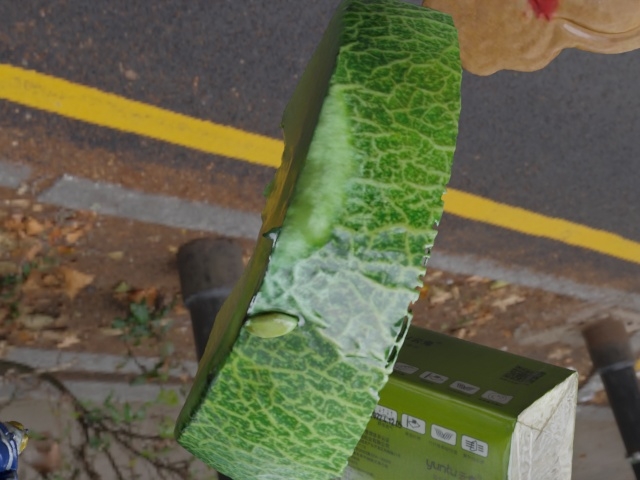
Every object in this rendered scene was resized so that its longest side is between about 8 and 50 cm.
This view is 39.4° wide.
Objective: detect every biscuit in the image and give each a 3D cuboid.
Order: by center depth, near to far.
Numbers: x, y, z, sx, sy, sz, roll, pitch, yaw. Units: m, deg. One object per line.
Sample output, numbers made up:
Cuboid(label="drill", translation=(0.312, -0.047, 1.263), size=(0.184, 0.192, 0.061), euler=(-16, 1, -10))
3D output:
Cuboid(label="biscuit", translation=(0.210, -0.240, 0.667), size=(0.202, 0.047, 0.334), euler=(44, 133, -13))

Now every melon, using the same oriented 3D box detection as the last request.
Cuboid(label="melon", translation=(0.000, 0.000, 0.365), size=(0.064, 0.209, 0.118), euler=(18, 166, -10))

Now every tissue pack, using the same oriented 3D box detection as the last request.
Cuboid(label="tissue pack", translation=(0.140, 0.227, 1.052), size=(0.275, 0.200, 0.167), euler=(13, -159, 40))

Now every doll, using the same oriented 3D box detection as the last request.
Cuboid(label="doll", translation=(-0.328, 0.202, 0.863), size=(0.057, 0.114, 0.227), euler=(-32, -178, -7))
